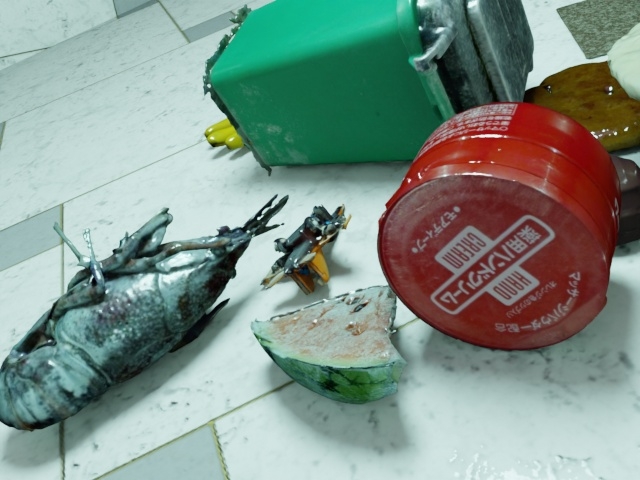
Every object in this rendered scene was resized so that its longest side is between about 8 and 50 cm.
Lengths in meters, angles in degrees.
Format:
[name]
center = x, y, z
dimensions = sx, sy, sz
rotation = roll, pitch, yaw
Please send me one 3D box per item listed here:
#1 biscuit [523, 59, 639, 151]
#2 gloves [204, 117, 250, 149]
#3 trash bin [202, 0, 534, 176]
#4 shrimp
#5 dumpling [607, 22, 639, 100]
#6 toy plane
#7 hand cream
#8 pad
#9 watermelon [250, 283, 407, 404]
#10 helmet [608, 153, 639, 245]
[biscuit]
center = 0.348, -0.173, 0.842
dimensions = 0.212, 0.036, 0.212
rotation = -16, 33, 11
[gloves]
center = -0.074, -0.246, 1.133
dimensions = 0.294, 0.116, 0.133
rotation = -45, 32, -22
[trash bin]
center = 0.060, -0.218, 0.881
dimensions = 0.380, 0.259, 0.295
rotation = -6, 46, 34
[shrimp]
center = -0.195, 0.042, 0.712
dimensions = 0.137, 0.172, 0.372
rotation = 13, 53, 48
[dumpling]
center = 0.469, -0.188, 0.637
dimensions = 0.394, 0.233, 0.316
rotation = -2, 32, 3
[toy plane]
center = -0.008, -0.009, 0.779
dimensions = 0.135, 0.062, 0.188
rotation = -33, 21, 32
[hand cream]
center = 0.155, -0.012, 0.579
dimensions = 0.193, 0.193, 0.125
rotation = 1, 40, 30
[pad]
center = 0.471, -0.349, 1.056
dimensions = 0.158, 0.003, 0.235
rotation = -12, 34, 13
[watermelon]
center = 0.029, 0.094, 0.614
dimensions = 0.139, 0.071, 0.187
rotation = -34, 27, -32
[helmet]
center = 0.280, -0.048, 0.670
dimensions = 0.098, 0.070, 0.123
rotation = -17, 34, 6
